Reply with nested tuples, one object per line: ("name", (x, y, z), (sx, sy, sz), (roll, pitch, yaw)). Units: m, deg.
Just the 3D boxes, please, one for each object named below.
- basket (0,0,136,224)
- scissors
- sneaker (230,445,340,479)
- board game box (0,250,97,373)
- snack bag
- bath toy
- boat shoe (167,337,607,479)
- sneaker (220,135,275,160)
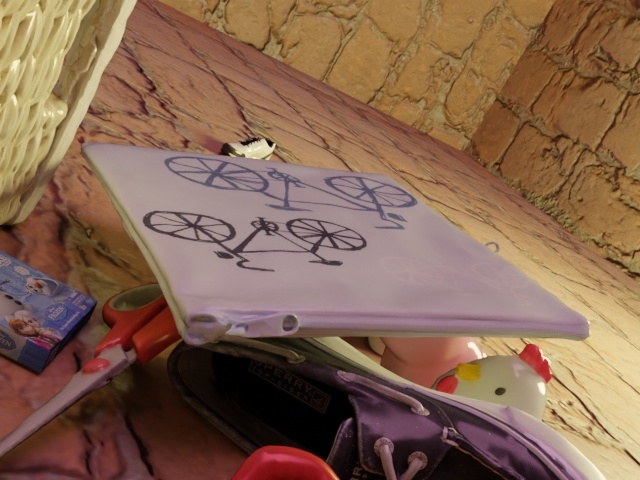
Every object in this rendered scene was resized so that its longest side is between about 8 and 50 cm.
("basket", (-0.305, -0.186, 0.488), (0.331, 0.328, 0.266), (29, 17, -5))
("scissors", (-0.115, 0.068, 0.488), (0.109, 0.021, 0.297), (-9, 13, 8))
("sneaker", (-0.037, 0.158, 0.271), (0.107, 0.118, 0.279), (27, 15, -7))
("board game box", (-0.201, 0.040, 0.530), (0.090, 0.020, 0.090), (27, 15, -5))
("snack bag", (0.000, 0.000, 0.650), (0.323, 0.037, 0.342), (4, 21, -29))
("bath toy", (0.097, 0.078, 0.754), (0.151, 0.129, 0.348), (23, 17, -25))
("boat shoe", (0.036, 0.131, 0.508), (0.301, 0.108, 0.102), (29, 20, 22))
("sneaker", (-0.108, -0.139, 1.228), (0.040, 0.043, 0.109), (39, 19, 23))
